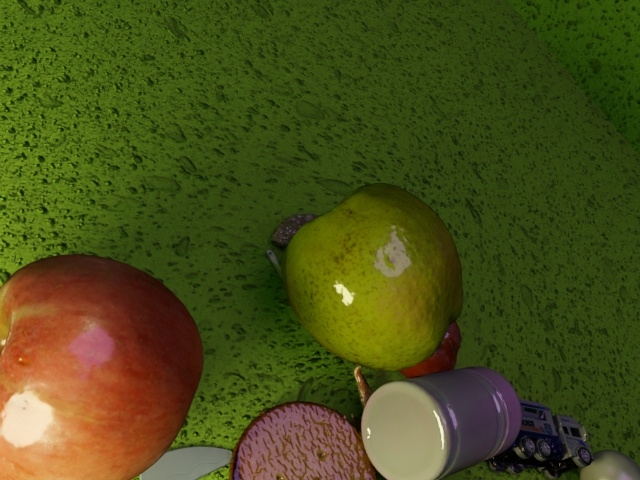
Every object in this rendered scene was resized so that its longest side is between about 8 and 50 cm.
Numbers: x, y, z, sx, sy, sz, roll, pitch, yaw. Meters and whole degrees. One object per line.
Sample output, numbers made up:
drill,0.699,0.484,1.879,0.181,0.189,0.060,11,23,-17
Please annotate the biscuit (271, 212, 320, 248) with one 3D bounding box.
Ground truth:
biscuit,0.003,-0.001,1.707,0.250,0.032,0.133,24,51,-21

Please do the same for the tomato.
tomato,0.237,0.218,1.697,0.237,0.095,0.236,17,55,-26

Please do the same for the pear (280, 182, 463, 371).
pear,0.114,0.086,1.504,0.391,0.391,0.390,18,54,-26

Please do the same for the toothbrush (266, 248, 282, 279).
toothbrush,-0.065,0.106,1.599,0.017,0.022,0.204,-27,80,-17

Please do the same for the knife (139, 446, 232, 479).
knife,-0.285,0.416,1.248,0.331,0.044,0.080,-20,73,-47

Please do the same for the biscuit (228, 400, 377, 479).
biscuit,-0.028,0.452,1.380,0.305,0.038,0.305,10,62,-20

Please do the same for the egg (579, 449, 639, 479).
egg,0.717,0.607,1.760,0.151,0.151,0.209,-24,79,-42

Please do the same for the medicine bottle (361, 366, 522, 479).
medicine bottle,0.251,0.368,1.483,0.316,0.202,0.202,4,60,-49

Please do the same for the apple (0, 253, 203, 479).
apple,-0.359,0.205,1.114,0.364,0.364,0.363,18,54,-26

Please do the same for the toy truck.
toy truck,0.501,0.461,1.717,0.268,0.124,0.155,16,50,-26

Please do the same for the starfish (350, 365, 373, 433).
starfish,0.145,0.385,1.559,0.247,0.050,0.138,40,45,-27
